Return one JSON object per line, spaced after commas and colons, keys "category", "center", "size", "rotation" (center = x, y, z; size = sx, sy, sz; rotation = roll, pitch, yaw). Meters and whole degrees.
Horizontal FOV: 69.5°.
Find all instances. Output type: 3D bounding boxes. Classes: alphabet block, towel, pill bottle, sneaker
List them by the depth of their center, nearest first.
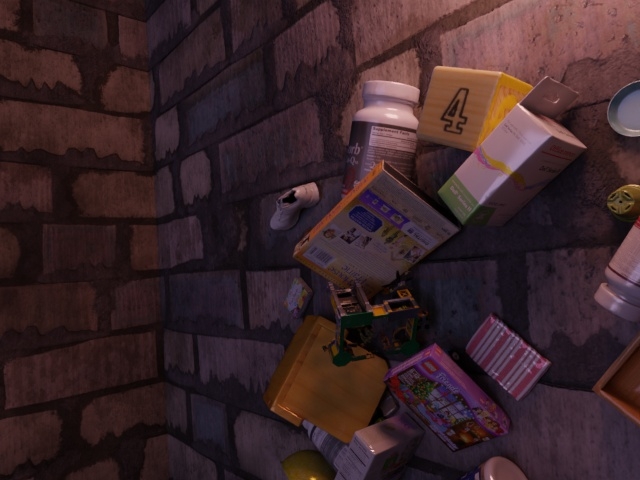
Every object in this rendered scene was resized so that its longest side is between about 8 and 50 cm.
{"category": "pill bottle", "center": [0.678, 0.052, 0.958], "size": [0.121, 0.121, 0.221], "rotation": [39, 119, 40]}
{"category": "alphabet block", "center": [0.400, -0.333, 1.206], "size": [0.197, 0.192, 0.194], "rotation": [28, 113, 43]}
{"category": "pill bottle", "center": [0.424, 0.706, 1.235], "size": [0.265, 0.153, 0.153], "rotation": [-55, 54, 33]}
{"category": "towel", "center": [0.498, 0.310, 1.238], "size": [0.197, 0.029, 0.144], "rotation": [45, 123, 35]}
{"category": "pill bottle", "center": [0.190, -0.287, 1.425], "size": [0.210, 0.210, 0.363], "rotation": [19, 105, 46]}
{"category": "pill bottle", "center": [0.058, 0.691, 1.635], "size": [0.283, 0.161, 0.161], "rotation": [37, 118, 41]}
{"category": "sneaker", "center": [-0.131, -0.138, 1.845], "size": [0.297, 0.129, 0.111], "rotation": [-43, 62, 41]}

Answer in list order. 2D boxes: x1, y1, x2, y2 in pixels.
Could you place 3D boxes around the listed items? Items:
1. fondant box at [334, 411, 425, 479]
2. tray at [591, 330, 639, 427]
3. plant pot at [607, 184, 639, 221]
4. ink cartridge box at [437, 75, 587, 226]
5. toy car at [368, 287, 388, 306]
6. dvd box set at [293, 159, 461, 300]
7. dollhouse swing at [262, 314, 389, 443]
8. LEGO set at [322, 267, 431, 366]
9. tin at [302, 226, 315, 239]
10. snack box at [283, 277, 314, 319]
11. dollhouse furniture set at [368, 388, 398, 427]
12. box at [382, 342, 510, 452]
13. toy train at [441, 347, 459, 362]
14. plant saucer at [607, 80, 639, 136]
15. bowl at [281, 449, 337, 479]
{"category": "fondant box", "center": [0.167, 0.724, 1.457], "size": [0.096, 0.238, 0.331], "rotation": [39, 119, 41]}
{"category": "tray", "center": [0.760, 0.214, 0.908], "size": [0.203, 0.076, 0.411], "rotation": [43, 121, 39]}
{"category": "plant pot", "center": [0.663, -0.082, 1.002], "size": [0.083, 0.079, 0.084], "rotation": [3, 94, 48]}
{"category": "ink cartridge box", "center": [0.480, -0.193, 1.105], "size": [0.353, 0.207, 0.119], "rotation": [-53, 53, 35]}
{"category": "toy car", "center": [0.192, 0.192, 1.579], "size": [0.121, 0.060, 0.041], "rotation": [-19, 32, 30]}
{"category": "dvd box set", "center": [0.159, -0.006, 1.396], "size": [0.420, 0.307, 0.062], "rotation": [-44, 22, 33]}
{"category": "dollhouse swing", "center": [0.024, 0.490, 1.635], "size": [0.347, 0.304, 0.315], "rotation": [-62, 8, -14]}
{"category": "LEGO set", "center": [0.150, 0.231, 1.432], "size": [0.192, 0.330, 0.255], "rotation": [-113, 12, -56]}
{"category": "tin", "center": [0.000, 0.000, 1.773], "size": [0.189, 0.040, 0.106], "rotation": [-20, 72, 47]}
{"category": "snack box", "center": [-0.090, 0.235, 1.877], "size": [0.100, 0.037, 0.141], "rotation": [46, 123, 39]}
{"category": "dollhouse furniture set", "center": [0.207, 0.580, 1.569], "size": [0.152, 0.058, 0.076], "rotation": [-48, 48, 15]}
{"category": "box", "center": [0.345, 0.443, 1.285], "size": [0.293, 0.057, 0.201], "rotation": [45, 129, 0]}
{"category": "toy train", "center": [0.326, 0.381, 1.370], "size": [0.184, 0.105, 0.080], "rotation": [-44, 60, 39]}
{"category": "plant saucer", "center": [0.694, -0.285, 1.004], "size": [0.119, 0.021, 0.120], "rotation": [3, 93, 49]}
{"category": "bowl", "center": [0.010, 0.858, 1.674], "size": [0.156, 0.290, 0.289], "rotation": [-44, 47, -12]}
